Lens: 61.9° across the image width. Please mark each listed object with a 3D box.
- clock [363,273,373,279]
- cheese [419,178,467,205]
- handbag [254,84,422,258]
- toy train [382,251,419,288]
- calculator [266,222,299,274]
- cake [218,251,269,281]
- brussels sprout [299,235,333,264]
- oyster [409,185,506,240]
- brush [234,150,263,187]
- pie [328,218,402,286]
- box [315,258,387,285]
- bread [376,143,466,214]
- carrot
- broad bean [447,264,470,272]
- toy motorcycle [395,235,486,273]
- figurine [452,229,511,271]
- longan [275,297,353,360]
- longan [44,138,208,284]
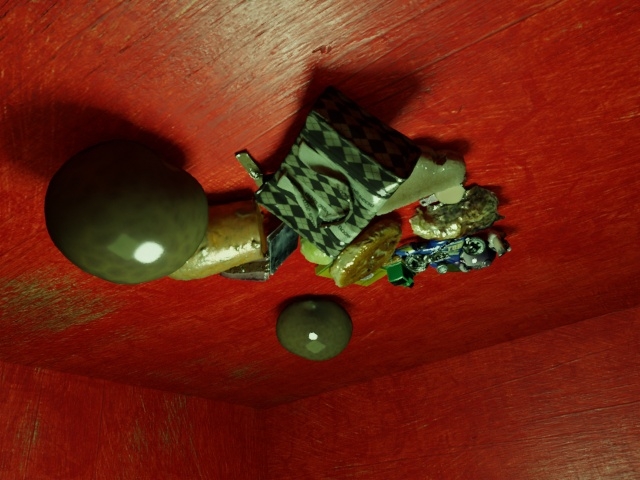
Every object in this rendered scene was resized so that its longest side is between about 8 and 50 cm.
[{"bbox_3d":[0.146,0.133,2.110,0.129,0.041,0.087,-11,154,-6],"label":"clock"},{"bbox_3d":[0.401,-0.150,1.725,0.092,0.048,0.171,28,138,-15],"label":"cheese"},{"bbox_3d":[0.020,-0.163,1.421,0.316,0.180,0.416,33,140,-5],"label":"handbag"},{"bbox_3d":[0.318,0.124,2.115,0.091,0.136,0.227,-21,145,24],"label":"toy train"},{"bbox_3d":[-0.127,0.013,1.841,0.161,0.021,0.262,-46,163,-26],"label":"calculator"},{"bbox_3d":[-0.251,0.079,1.856,0.112,0.116,0.295,-4,-177,-37],"label":"cake"},{"bbox_3d":[0.002,-0.004,1.823,0.151,0.149,0.122,-19,135,-11],"label":"brussels sprout"},{"bbox_3d":[0.474,-0.074,1.804,0.275,0.100,0.271,31,115,-19],"label":"oyster"},{"bbox_3d":[-0.177,-0.183,1.580,0.043,0.036,0.248,-20,141,14],"label":"brush"},{"bbox_3d":[0.169,0.042,1.877,0.315,0.092,0.315,-35,159,-16],"label":"pie"},{"bbox_3d":[0.132,0.118,2.159,0.278,0.041,0.153,16,143,-34],"label":"box"},{"bbox_3d":[0.257,-0.191,1.585,0.337,0.102,0.183,-21,148,21],"label":"bread"},{"bbox_3d":[-0.342,-0.001,1.670,0.340,0.224,0.224,-10,150,-1],"label":"carrot"},{"bbox_3d":[0.497,0.081,2.150,0.339,0.061,0.077,21,133,-40],"label":"broad bean"},{"bbox_3d":[0.440,0.024,1.969,0.315,0.113,0.169,-18,121,21],"label":"toy motorcycle"},{"bbox_3d":[0.599,0.043,2.036,0.145,0.145,0.222,22,133,-41],"label":"figurine"},{"bbox_3d":[-0.024,0.394,2.377,0.349,0.289,0.288,9,147,-15],"label":"longan"},{"bbox_3d":[-0.501,-0.067,1.393,0.404,0.336,0.405,-8,113,-19],"label":"longan"}]
